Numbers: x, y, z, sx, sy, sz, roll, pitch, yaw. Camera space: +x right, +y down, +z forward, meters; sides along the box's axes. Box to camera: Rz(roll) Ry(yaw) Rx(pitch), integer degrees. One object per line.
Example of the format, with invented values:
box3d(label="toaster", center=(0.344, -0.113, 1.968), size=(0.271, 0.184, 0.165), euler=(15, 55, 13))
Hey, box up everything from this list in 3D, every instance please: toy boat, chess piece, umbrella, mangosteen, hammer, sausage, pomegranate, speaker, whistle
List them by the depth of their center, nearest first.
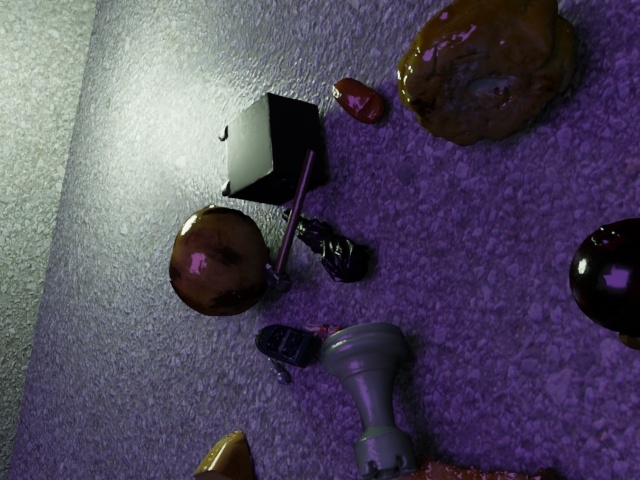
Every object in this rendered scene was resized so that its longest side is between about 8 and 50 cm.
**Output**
box3d(label="mangosteen", center=(0.500, 0.064, 1.043), size=(0.210, 0.210, 0.209), euler=(-10, 77, 47))
box3d(label="chess piece", center=(0.113, 0.343, 1.390), size=(0.195, 0.195, 0.298), euler=(-38, 49, 38))
box3d(label="sausage", center=(0.099, -0.344, 1.627), size=(0.179, 0.089, 0.089), euler=(47, 118, 37))
box3d(label="umbrella", center=(0.000, 0.000, 1.659), size=(0.340, 0.118, 0.118), euler=(38, 111, 45))
box3d(label="hammer", center=(-0.068, -0.053, 1.664), size=(0.111, 0.044, 0.365), euler=(37, 114, 60))
box3d(label="toy boat", center=(-0.104, 0.270, 1.739), size=(0.246, 0.103, 0.092), euler=(6, 64, 53))
box3d(label="whistle", center=(-0.114, 0.355, 1.781), size=(0.100, 0.035, 0.035), euler=(47, 118, 43))
box3d(label="speaker", center=(-0.133, -0.233, 1.786), size=(0.254, 0.184, 0.232), euler=(-23, 66, 48))
box3d(label="pomegranate", center=(-0.277, 0.058, 1.816), size=(0.322, 0.322, 0.321), euler=(-10, 77, 47))

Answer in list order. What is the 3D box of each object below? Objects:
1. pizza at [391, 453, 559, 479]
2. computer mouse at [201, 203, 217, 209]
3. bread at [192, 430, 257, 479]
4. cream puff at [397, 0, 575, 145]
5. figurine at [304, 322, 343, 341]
box3d(label="pizza", center=(0.297, 0.617, 1.251), size=(0.435, 0.080, 0.391), euler=(-10, 74, 48))
box3d(label="computer mouse", center=(-0.361, 0.039, 2.078), size=(0.158, 0.072, 0.310), euler=(-20, 70, 46))
box3d(label="bread", center=(-0.246, 0.651, 1.869), size=(0.160, 0.169, 0.140), euler=(48, 130, -7))
box3d(label="cream puff", center=(0.308, -0.361, 1.267), size=(0.324, 0.291, 0.257), euler=(125, 158, -52))
box3d(label="figurine", center=(0.011, 0.228, 1.648), size=(0.109, 0.064, 0.047), euler=(10, 115, 34))
